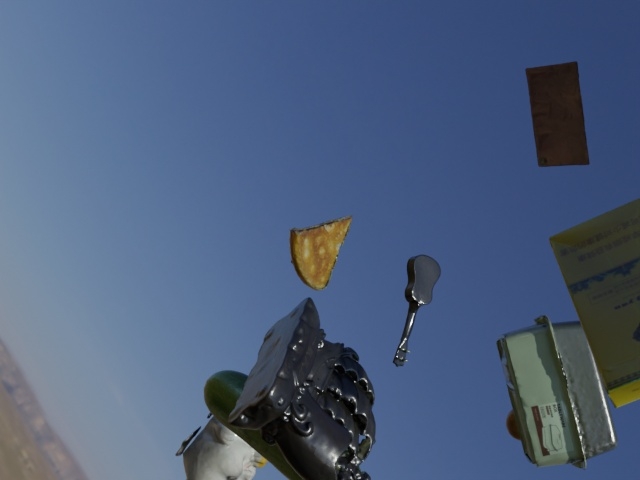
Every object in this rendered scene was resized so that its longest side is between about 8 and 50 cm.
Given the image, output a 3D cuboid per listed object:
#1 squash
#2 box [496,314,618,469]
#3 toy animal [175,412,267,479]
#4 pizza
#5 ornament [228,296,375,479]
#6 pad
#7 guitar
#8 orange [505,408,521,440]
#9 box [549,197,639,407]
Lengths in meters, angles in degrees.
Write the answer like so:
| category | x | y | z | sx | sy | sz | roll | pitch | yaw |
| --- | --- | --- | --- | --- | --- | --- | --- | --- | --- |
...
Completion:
| category | x | y | z | sx | sy | sz | roll | pitch | yaw |
| --- | --- | --- | --- | --- | --- | --- | --- | --- | --- |
| squash | -0.048 | 0.311 | 1.382 | 0.378 | 0.101 | 0.101 | 31 | -34 | 37 |
| box | 0.449 | 0.288 | 1.706 | 0.220 | 0.166 | 0.291 | 49 | 29 | -80 |
| toy animal | -0.190 | 0.434 | 1.801 | 0.154 | 0.325 | 0.208 | 36 | -6 | 13 |
| pizza | 0.000 | 0.000 | 1.817 | 0.036 | 0.176 | 0.185 | 22 | -19 | 37 |
| ornament | 0.013 | 0.244 | 1.231 | 0.106 | 0.251 | 0.260 | -34 | -70 | 32 |
| pad | 0.435 | -0.229 | 1.628 | 0.113 | 0.006 | 0.188 | 3 | -72 | 50 |
| guitar | 0.218 | 0.165 | 2.071 | 0.083 | 0.271 | 0.038 | 23 | -18 | -24 |
| orange | 0.456 | 0.408 | 1.985 | 0.085 | 0.085 | 0.085 | 46 | -25 | 29 |
| box | 0.397 | 0.065 | 1.120 | 0.041 | 0.153 | 0.279 | 52 | 21 | -37 |
